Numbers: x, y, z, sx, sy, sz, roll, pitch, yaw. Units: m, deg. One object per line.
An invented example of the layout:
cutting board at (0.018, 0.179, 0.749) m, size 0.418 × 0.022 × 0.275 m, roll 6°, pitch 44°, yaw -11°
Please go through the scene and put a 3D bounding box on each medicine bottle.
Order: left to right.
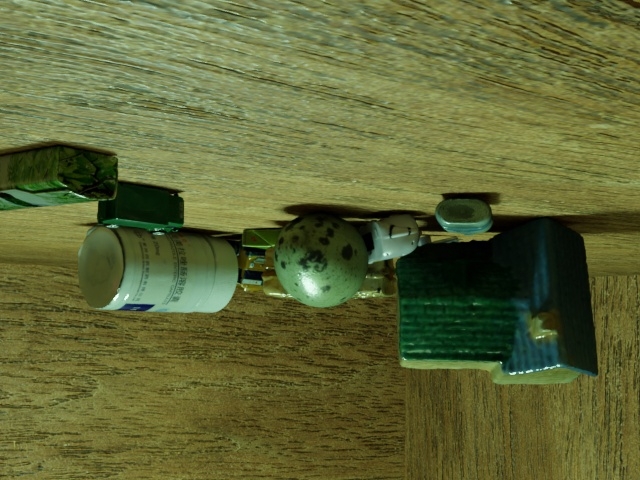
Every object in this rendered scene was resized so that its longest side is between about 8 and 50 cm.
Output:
medicine bottle at (-0.362, 0.068, 2.055) m, size 0.190 × 0.190 × 0.332 m, roll -4°, pitch 173°, yaw 43°
medicine bottle at (0.245, -0.037, 1.522) m, size 0.090 × 0.053 × 0.208 m, roll 0°, pitch 175°, yaw 12°

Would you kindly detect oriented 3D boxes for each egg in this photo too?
egg at (-0.004, 0.033, 1.693) m, size 0.177 × 0.177 × 0.228 m, roll -1°, pitch 163°, yaw 21°

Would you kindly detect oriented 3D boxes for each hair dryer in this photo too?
hair dryer at (0.279, 0.014, 2.092) m, size 0.114 × 0.063 × 0.037 m, roll -13°, pitch 177°, yaw -13°

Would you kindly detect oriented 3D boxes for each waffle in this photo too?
waffle at (0.036, 0.072, 2.004) m, size 0.261 × 0.114 × 0.376 m, roll -3°, pitch 175°, yaw 10°

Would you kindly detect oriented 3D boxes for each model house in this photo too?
model house at (0.341, 0.114, 1.804) m, size 0.382 × 0.334 × 0.342 m, roll -2°, pitch 164°, yaw 2°

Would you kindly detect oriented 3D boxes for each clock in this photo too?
clock at (0.146, -0.007, 1.733) m, size 0.117 × 0.080 × 0.176 m, roll -12°, pitch 175°, yaw -18°

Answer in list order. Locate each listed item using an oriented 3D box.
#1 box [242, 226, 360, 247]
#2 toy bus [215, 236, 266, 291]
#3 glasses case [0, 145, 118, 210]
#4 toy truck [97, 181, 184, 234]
box at (0.000, 0.000, 2.030) m, size 0.311 × 0.043 × 0.173 m, roll -1°, pitch 175°, yaw 25°
toy bus at (-0.195, 0.057, 2.202) m, size 0.098 × 0.114 × 0.201 m, roll 7°, pitch -175°, yaw -37°
glasses case at (-0.393, -0.076, 1.202) m, size 0.272 × 0.062 × 0.095 m, roll -4°, pitch 173°, yaw 39°
toy truck at (-0.285, -0.050, 1.441) m, size 0.079 × 0.065 × 0.147 m, roll -8°, pitch 168°, yaw 42°
